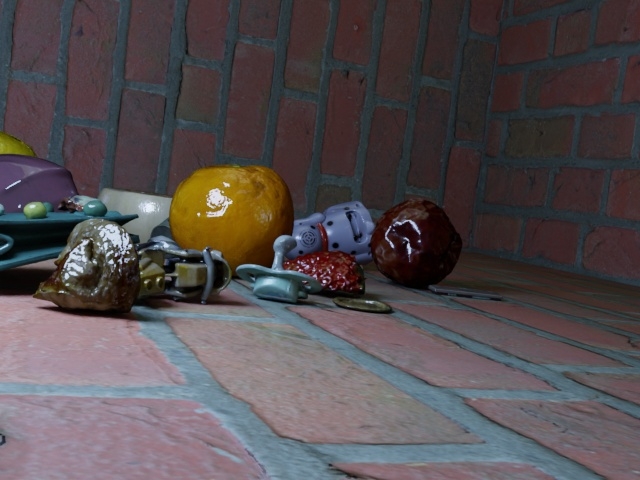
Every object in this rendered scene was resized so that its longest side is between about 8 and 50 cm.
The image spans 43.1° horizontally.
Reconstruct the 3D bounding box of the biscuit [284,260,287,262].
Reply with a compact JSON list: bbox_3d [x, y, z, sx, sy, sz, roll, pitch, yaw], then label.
[{"bbox_3d":[-0.133,0.053,1.976,0.152,0.020,0.152,8,2,0],"label":"biscuit"}]

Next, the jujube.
[{"bbox_3d":[0.226,0.005,1.936,0.212,0.213,0.232,9,-4,22],"label":"jujube"}]

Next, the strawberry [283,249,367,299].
[{"bbox_3d":[-0.008,0.059,1.565,0.208,0.087,0.167,6,5,0],"label":"strawberry"}]

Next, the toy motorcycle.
[{"bbox_3d":[-0.220,0.048,1.222,0.129,0.094,0.229,11,9,24],"label":"toy motorcycle"}]

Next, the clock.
[{"bbox_3d":[0.001,0.000,2.182,0.253,0.189,0.189,-11,12,-27],"label":"clock"}]

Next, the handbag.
[{"bbox_3d":[-0.455,-0.019,1.227,0.274,0.100,0.268,-9,6,-42],"label":"handbag"}]

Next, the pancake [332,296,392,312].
[{"bbox_3d":[0.075,0.114,1.434,0.114,0.011,0.115,7,5,-1],"label":"pancake"}]

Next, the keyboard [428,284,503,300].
[{"bbox_3d":[0.334,0.122,1.872,0.165,0.017,0.055,7,8,-11],"label":"keyboard"}]

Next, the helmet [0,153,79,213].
[{"bbox_3d":[-0.667,-0.088,1.730,0.338,0.197,0.271,9,6,17],"label":"helmet"}]

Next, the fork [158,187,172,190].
[{"bbox_3d":[-0.330,-0.114,2.091,0.235,0.021,0.039,6,0,-22],"label":"fork"}]

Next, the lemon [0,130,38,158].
[{"bbox_3d":[-0.798,-0.144,1.937,0.310,0.254,0.253,8,3,-19],"label":"lemon"}]

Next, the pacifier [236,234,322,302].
[{"bbox_3d":[-0.065,0.049,1.398,0.150,0.117,0.127,5,-23,16],"label":"pacifier"}]

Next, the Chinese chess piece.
[{"bbox_3d":[-0.424,-0.054,2.140,0.338,0.141,0.338,7,4,0],"label":"Chinese chess piece"}]

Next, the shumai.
[{"bbox_3d":[-0.292,0.038,1.044,0.139,0.123,0.105,22,17,10],"label":"shumai"}]

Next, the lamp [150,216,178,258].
[{"bbox_3d":[-0.305,-0.020,1.926,0.121,0.121,0.214,9,15,25],"label":"lamp"}]

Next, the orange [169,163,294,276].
[{"bbox_3d":[-0.183,-0.042,1.675,0.261,0.261,0.261,7,3,0],"label":"orange"}]
